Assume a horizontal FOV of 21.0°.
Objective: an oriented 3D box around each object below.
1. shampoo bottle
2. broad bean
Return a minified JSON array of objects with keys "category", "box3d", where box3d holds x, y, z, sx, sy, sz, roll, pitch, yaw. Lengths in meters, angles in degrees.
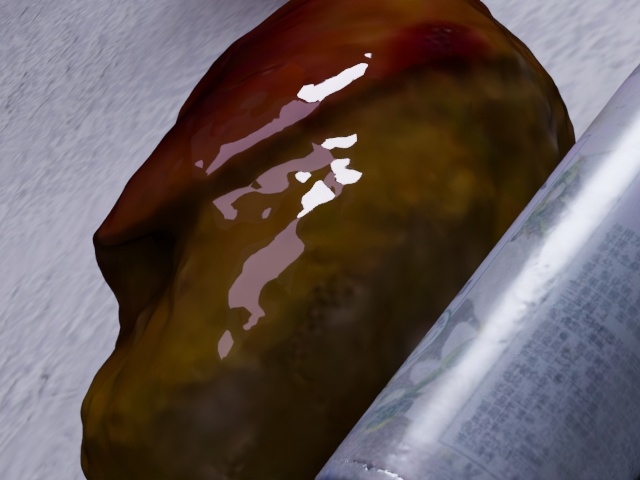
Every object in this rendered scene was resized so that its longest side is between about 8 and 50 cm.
[{"category":"shampoo bottle","box3d":[0.083,0.008,0.467,0.214,0.072,0.072,-50,23,-26]},{"category":"broad bean","box3d":[-0.003,-0.002,0.556,0.156,0.122,0.228,-14,29,44]}]
